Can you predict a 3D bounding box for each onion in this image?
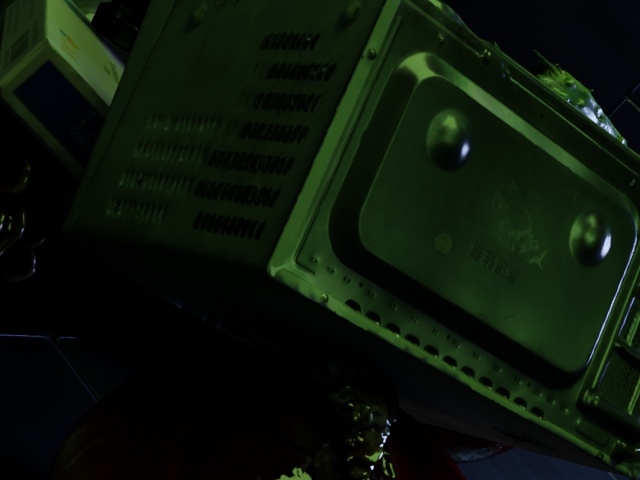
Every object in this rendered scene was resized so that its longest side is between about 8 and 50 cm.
[{"bbox_3d":[-0.019,0.190,1.184,0.347,0.285,0.348,20,31,-13],"label":"onion"}]

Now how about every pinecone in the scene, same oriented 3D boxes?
[{"bbox_3d":[-0.318,-0.053,1.321,0.185,0.169,0.212,32,1,16],"label":"pinecone"}]

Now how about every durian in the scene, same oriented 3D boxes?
[{"bbox_3d":[0.215,-0.076,1.482,0.132,0.107,0.375,38,1,27],"label":"durian"}]

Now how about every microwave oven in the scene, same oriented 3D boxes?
[{"bbox_3d":[0.061,-0.020,1.247,0.394,0.247,0.333,31,-15,-36],"label":"microwave oven"}]

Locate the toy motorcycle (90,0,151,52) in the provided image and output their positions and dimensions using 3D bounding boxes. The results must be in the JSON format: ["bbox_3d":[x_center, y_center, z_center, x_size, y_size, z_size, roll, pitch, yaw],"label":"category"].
[{"bbox_3d":[-0.061,-0.181,1.529,0.331,0.125,0.196,33,15,14],"label":"toy motorcycle"}]

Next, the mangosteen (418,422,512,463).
[{"bbox_3d":[0.143,0.084,1.708,0.330,0.330,0.330,37,18,-14],"label":"mangosteen"}]

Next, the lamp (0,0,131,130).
[{"bbox_3d":[-0.276,-0.185,1.777,0.182,0.182,0.314,40,-3,-6],"label":"lamp"}]

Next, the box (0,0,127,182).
[{"bbox_3d":[-0.200,-0.121,1.462,0.200,0.065,0.343,49,5,-19],"label":"box"}]

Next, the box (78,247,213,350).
[{"bbox_3d":[-0.078,-0.044,1.635,0.415,0.264,0.116,-89,166,-69],"label":"box"}]
